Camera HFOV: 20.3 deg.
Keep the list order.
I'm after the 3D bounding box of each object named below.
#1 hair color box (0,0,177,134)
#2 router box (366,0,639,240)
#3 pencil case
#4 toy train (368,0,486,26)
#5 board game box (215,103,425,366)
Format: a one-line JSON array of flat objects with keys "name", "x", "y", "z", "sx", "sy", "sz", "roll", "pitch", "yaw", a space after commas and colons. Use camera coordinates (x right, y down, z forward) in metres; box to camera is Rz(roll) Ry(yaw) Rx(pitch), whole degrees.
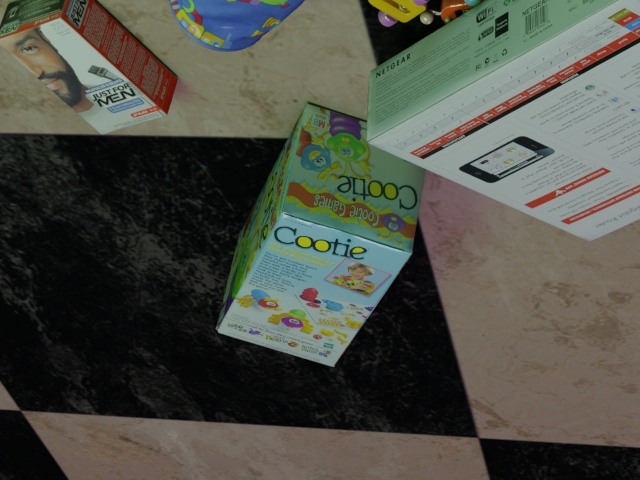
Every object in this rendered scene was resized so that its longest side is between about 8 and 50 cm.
[{"name": "hair color box", "x": -0.233, "y": -0.181, "z": 1.793, "sx": 0.093, "sy": 0.053, "sz": 0.167, "roll": -13, "pitch": 139, "yaw": 35}, {"name": "router box", "x": 0.261, "y": -0.132, "z": 1.643, "sx": 0.301, "sy": 0.082, "sz": 0.335, "roll": 22, "pitch": 147, "yaw": -33}, {"name": "pencil case", "x": -0.024, "y": -0.275, "z": 1.514, "sx": 0.133, "sy": 0.119, "sz": 0.306, "roll": 11, "pitch": 152, "yaw": -31}, {"name": "toy train", "x": 0.096, "y": -0.244, "z": 1.601, "sx": 0.125, "sy": 0.046, "sz": 0.166, "roll": -8, "pitch": 146, "yaw": 26}, {"name": "board game box", "x": 0.000, "y": 0.000, "z": 1.918, "sx": 0.144, "sy": 0.142, "sz": 0.275, "roll": 17, "pitch": 148, "yaw": -9}]
